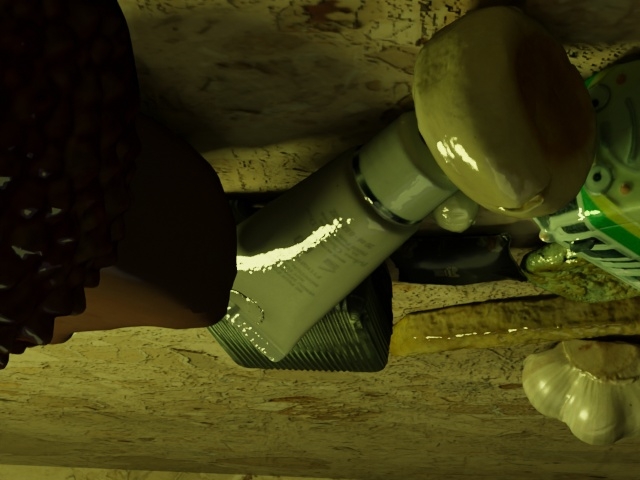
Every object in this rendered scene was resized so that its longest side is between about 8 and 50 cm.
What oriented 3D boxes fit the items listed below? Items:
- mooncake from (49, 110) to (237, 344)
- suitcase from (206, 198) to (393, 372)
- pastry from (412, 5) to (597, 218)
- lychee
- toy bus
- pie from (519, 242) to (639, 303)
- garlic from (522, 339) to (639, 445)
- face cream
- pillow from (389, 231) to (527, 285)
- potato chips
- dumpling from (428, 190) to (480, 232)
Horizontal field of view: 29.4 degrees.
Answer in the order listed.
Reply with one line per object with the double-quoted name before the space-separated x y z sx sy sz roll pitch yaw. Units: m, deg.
"mooncake" -0.235 -0.016 1.077 0.333 0.174 0.326 11 157 -18
"suitcase" -0.023 0.061 1.338 0.202 0.128 0.312 2 160 9
"pastry" 0.129 -0.087 0.861 0.156 0.156 0.092 21 144 -41
"lychee" -0.253 -0.073 0.722 0.306 0.330 0.306 7 133 7
"toy bus" 0.281 -0.038 1.004 0.164 0.134 0.276 -13 155 37
"pie" 0.311 0.027 1.326 0.186 0.041 0.187 3 161 1
"garlic" 0.405 0.218 1.718 0.229 0.143 0.178 -10 157 11
"face cream" 0.000 0.000 1.102 0.143 0.089 0.314 43 127 -12
"pillow" 0.143 0.021 1.325 0.150 0.048 0.090 -1 164 20
"potato chips" 0.249 0.106 1.536 0.406 0.057 0.080 -8 154 29
"dumpling" 0.125 -0.037 1.175 0.059 0.043 0.077 26 163 0
